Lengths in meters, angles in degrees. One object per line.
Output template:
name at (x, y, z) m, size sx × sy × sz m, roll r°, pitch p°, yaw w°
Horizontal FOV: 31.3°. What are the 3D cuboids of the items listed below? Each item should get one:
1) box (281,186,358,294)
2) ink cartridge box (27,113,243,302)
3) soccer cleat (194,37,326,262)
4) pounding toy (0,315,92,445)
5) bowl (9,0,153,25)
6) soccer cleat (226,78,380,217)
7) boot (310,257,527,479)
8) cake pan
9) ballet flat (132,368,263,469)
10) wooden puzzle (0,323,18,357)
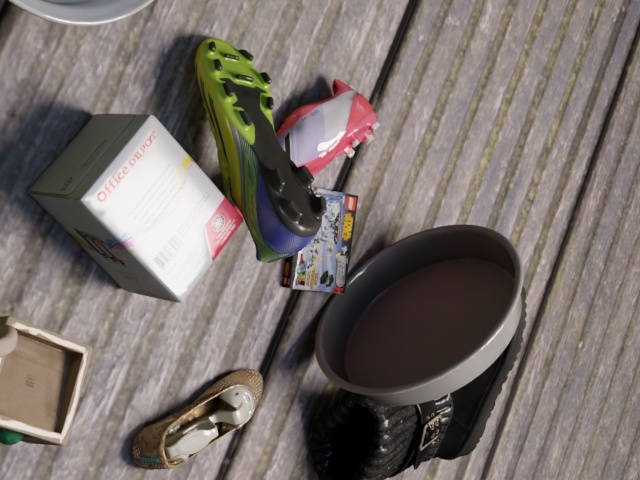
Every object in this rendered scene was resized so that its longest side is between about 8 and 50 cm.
box at (0.000, 0.000, 1.522) m, size 0.094 × 0.027 × 0.137 m, roll 9°, pitch 89°, yaw -40°
ink cartridge box at (-0.204, -0.039, 1.271) m, size 0.128 × 0.127 × 0.176 m, roll -54°, pitch 126°, yaw -22°
soccer cleat at (-0.094, -0.107, 1.345) m, size 0.093 × 0.121 × 0.289 m, roll -5°, pitch 63°, yaw -45°
pounding toy at (-0.338, 0.162, 1.211) m, size 0.130 × 0.100 × 0.141 m, roll 29°, pitch 65°, yaw -40°
bowl at (-0.281, -0.366, 1.163) m, size 0.297 × 0.134 × 0.298 m, roll -6°, pitch 99°, yaw -42°
soccer cleat at (-0.034, -0.116, 1.459) m, size 0.248 × 0.083 × 0.095 m, roll -36°, pitch 76°, yaw -23°
boot at (0.135, 0.179, 1.553) m, size 0.260 × 0.131 × 0.348 m, roll -4°, pitch 113°, yaw -41°
cake pan at (0.132, 0.099, 1.472) m, size 0.293 × 0.293 × 0.054 m, roll -51°, pitch 125°, yaw -25°
ballet flat at (-0.134, 0.224, 1.403) m, size 0.206 × 0.067 × 0.073 m, roll -32°, pitch 114°, yaw -35°
wooden puzzle at (-0.469, 0.109, 0.893) m, size 0.348 × 0.322 × 0.081 m, roll 19°, pitch 60°, yaw -53°
